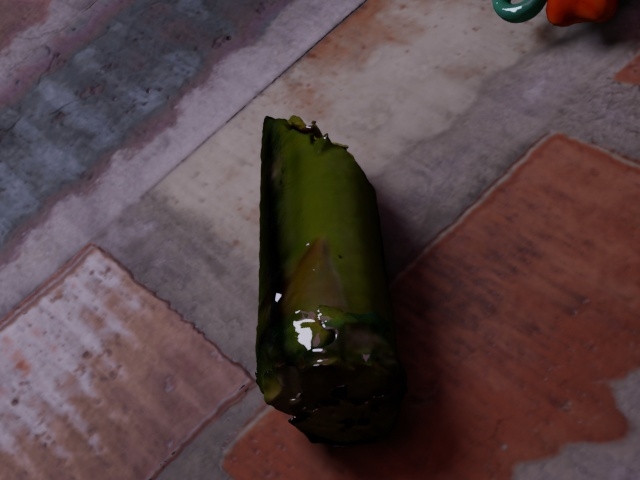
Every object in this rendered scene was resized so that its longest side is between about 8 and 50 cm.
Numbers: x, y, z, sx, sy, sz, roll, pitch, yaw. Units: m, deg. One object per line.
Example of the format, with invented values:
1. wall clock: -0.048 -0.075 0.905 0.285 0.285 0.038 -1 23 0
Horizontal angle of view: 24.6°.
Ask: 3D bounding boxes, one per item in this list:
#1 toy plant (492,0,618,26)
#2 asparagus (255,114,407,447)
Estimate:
1. toy plant: 0.274 -0.366 1.350 0.279 0.185 0.400 27 84 10
2. asparagus: 0.000 0.000 1.213 0.108 0.128 0.382 8 43 -11
